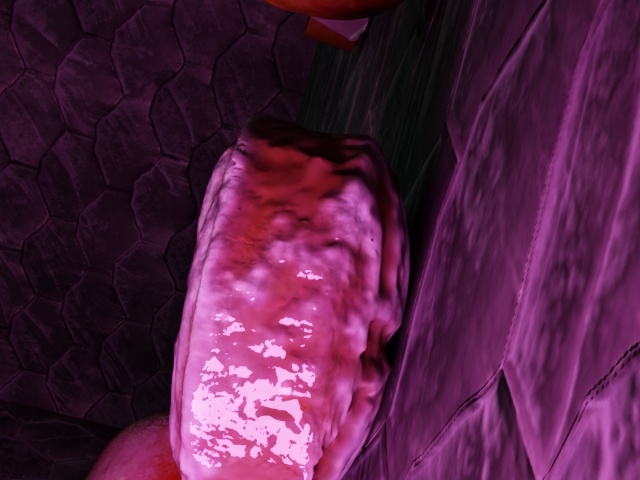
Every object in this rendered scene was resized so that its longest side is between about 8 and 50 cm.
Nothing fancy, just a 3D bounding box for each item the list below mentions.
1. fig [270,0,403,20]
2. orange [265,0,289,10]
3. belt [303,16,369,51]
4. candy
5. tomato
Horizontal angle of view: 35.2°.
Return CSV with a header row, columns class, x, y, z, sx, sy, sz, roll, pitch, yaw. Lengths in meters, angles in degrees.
class,x,y,z,sx,sy,sz,roll,pitch,yaw
fig,0.029,-0.324,0.964,0.263,0.224,0.224,-31,32,33
orange,-0.017,-0.462,1.353,0.312,0.312,0.312,-165,90,-84
belt,0.053,-0.439,1.609,0.184,0.105,0.262,-95,24,-80
candy,-0.020,0.058,0.723,0.214,0.157,0.290,14,-95,-81
tomato,-0.179,0.331,1.190,0.270,0.227,0.270,-168,90,-85
